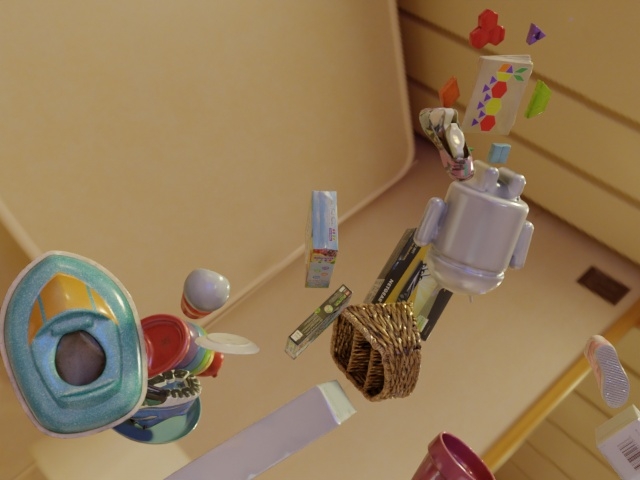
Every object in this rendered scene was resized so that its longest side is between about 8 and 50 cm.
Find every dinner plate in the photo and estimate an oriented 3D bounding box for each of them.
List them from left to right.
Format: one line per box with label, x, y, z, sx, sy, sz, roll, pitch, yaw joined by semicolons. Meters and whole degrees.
dinner plate;-0.200;0.219;1.631;0.141;0.141;0.017;20;-78;57

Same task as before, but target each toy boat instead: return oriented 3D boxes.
toy boat;-0.287;0.117;1.078;0.267;0.318;0.148;67;-23;9

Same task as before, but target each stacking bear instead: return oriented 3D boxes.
stacking bear;-0.378;0.320;2.167;0.289;0.164;0.175;44;24;-61

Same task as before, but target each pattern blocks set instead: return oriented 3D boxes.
pattern blocks set;0.383;-0.320;1.654;0.026;0.286;0.324;53;-51;51

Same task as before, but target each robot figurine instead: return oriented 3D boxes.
robot figurine;0.383;-0.014;1.865;0.300;0.353;0.200;15;13;-11

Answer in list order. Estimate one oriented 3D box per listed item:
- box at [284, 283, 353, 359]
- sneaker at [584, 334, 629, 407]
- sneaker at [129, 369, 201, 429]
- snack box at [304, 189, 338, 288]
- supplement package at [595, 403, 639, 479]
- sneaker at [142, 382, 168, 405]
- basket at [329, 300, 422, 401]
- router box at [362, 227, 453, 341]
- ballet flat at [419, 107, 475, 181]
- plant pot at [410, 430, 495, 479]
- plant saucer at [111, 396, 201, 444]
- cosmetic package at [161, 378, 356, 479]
box;-0.005;0.209;1.942;0.036;0.207;0.114;42;-24;13
sneaker;0.514;0.230;1.363;0.070;0.051;0.134;-95;164;-73
sneaker;-0.477;0.431;1.954;0.129;0.330;0.147;59;-42;46
snack box;0.000;0.000;1.929;0.207;0.070;0.174;104;-13;-59
supplement package;0.650;0.426;1.584;0.105;0.105;0.179;53;13;13
sneaker;-0.473;0.332;1.828;0.224;0.098;0.083;11;-41;-4
basket;0.150;0.332;2.147;0.299;0.223;0.213;98;-12;-52
router box;0.325;0.149;2.571;0.243;0.308;0.081;35;-13;-16
ballet flat;0.262;-0.217;1.541;0.079;0.077;0.221;91;-13;-50
plant pot;0.331;0.637;1.995;0.201;0.180;0.201;38;11;-9
plant saucer;-0.484;0.439;2.084;0.317;0.318;0.043;43;-59;22
cosmetic package;-0.120;0.424;1.558;0.097;0.377;0.284;59;3;13
